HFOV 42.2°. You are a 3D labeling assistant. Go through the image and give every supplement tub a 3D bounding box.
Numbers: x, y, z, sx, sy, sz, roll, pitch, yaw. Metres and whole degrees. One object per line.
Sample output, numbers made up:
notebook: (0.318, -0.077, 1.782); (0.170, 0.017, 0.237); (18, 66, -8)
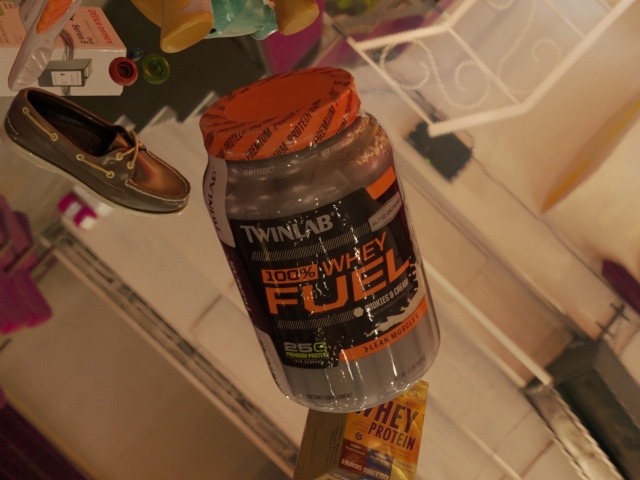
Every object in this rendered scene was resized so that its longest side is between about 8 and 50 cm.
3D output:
supplement tub: (0.000, 0.000, 0.839); (0.194, 0.316, 0.193); (-14, -152, 8)

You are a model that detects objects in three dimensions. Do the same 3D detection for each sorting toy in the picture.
sorting toy: (-0.308, -0.288, 1.388); (0.102, 0.061, 0.042); (-8, -179, -29)

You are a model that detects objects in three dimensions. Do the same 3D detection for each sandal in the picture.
sandal: (-0.439, -0.351, 1.279); (0.265, 0.076, 0.102); (-52, -177, 23)

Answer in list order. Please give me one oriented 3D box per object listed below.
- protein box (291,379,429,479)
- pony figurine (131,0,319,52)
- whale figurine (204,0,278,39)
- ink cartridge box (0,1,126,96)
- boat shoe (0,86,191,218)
protein box: (0.065, 0.335, 1.398); (0.201, 0.136, 0.199); (-49, -158, 52)
pony figurine: (-0.092, -0.382, 0.791); (0.351, 0.363, 0.303); (-28, 170, -10)
whale figurine: (-0.164, -0.415, 1.486); (0.216, 0.141, 0.272); (-20, 156, 34)
ink cartridge box: (-0.554, -0.386, 1.671); (0.273, 0.198, 0.114); (-7, 133, -31)
boat shoe: (-0.330, -0.131, 1.266); (0.091, 0.305, 0.109); (-48, -157, 42)
